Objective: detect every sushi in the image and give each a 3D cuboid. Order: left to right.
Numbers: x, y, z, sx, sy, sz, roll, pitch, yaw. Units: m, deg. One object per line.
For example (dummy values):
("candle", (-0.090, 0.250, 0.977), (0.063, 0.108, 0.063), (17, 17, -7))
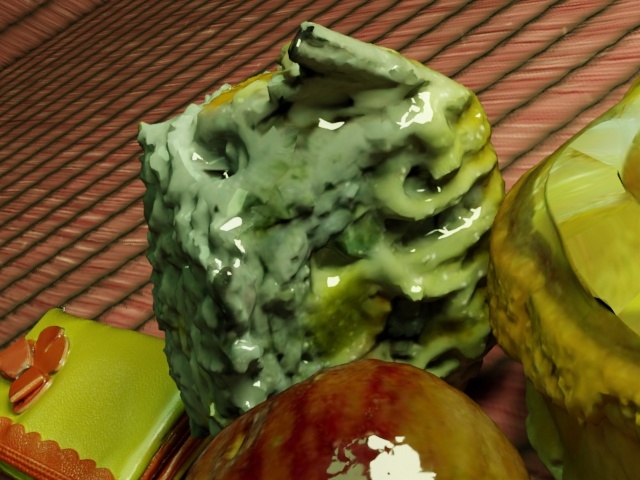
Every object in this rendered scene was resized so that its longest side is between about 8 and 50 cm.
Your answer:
("sushi", (0.000, 0.000, 0.528), (0.184, 0.274, 0.139), (-19, 30, -25))

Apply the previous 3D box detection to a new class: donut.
("donut", (0.217, -0.005, 0.429), (0.330, 0.160, 0.330), (-31, 23, 14))

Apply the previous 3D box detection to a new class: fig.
("fig", (0.013, 0.171, 0.366), (0.170, 0.145, 0.274), (-33, 27, 19))

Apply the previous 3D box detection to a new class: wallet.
("wallet", (-0.172, 0.121, 0.711), (0.241, 0.067, 0.141), (5, 47, 47))
